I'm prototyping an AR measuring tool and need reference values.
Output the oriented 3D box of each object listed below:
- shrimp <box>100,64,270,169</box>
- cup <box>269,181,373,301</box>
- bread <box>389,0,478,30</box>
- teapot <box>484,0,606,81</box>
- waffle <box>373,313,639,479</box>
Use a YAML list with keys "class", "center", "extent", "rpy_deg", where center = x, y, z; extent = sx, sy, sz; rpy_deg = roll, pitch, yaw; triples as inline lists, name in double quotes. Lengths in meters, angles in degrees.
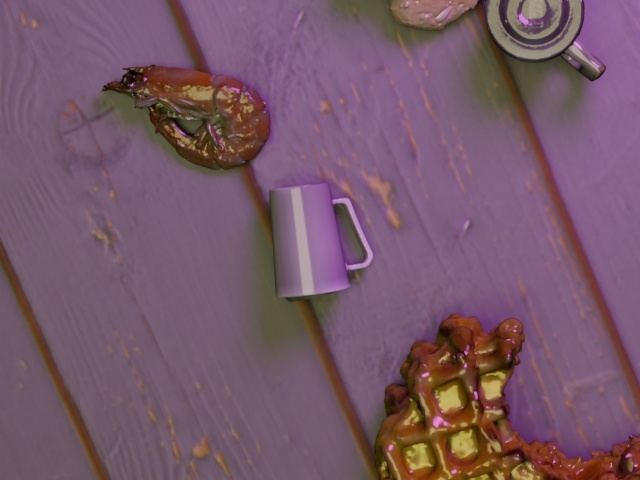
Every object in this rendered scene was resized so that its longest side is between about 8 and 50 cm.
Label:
- class: "shrimp"
  center: [-0.137, -0.131, 1.357]
  extent: [0.180, 0.041, 0.099]
  rpy_deg: [17, 115, 5]
- class: "cup"
  center: [0.000, 0.000, 1.339]
  extent: [0.104, 0.074, 0.116]
  rpy_deg: [-7, 92, -14]
- class: "bread"
  center: [0.136, -0.318, 1.247]
  extent: [0.251, 0.039, 0.182]
  rpy_deg: [-37, 121, 12]
- class: "teapot"
  center: [0.210, -0.199, 1.264]
  extent: [0.092, 0.091, 0.124]
  rpy_deg: [-19, 89, 11]
- class: "waffle"
  center: [0.202, 0.231, 1.298]
  extent: [0.324, 0.151, 0.261]
  rpy_deg: [32, 98, 4]
